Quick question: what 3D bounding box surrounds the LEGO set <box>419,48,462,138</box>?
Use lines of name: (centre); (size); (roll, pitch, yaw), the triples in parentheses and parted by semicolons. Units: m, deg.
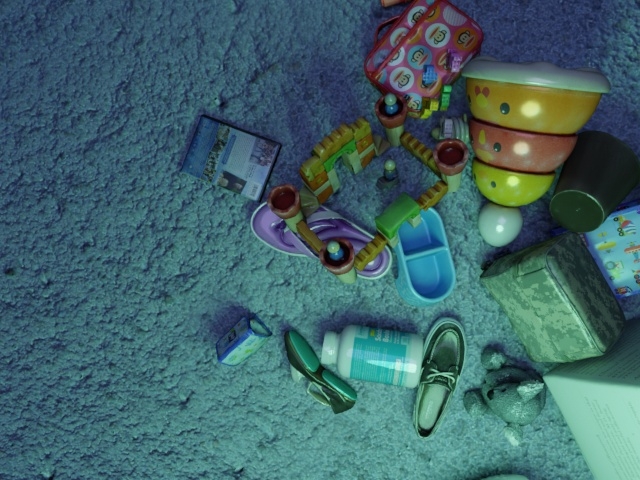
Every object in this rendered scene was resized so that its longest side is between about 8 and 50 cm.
LEGO set: (0.298, -0.364, 1.496); (0.087, 0.093, 0.227); (0, 107, -5)

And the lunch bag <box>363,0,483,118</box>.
lunch bag: (0.262, -0.508, 1.602); (0.258, 0.120, 0.293); (41, 96, 9)

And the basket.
basket: (0.676, -0.135, 1.482); (0.204, 0.154, 0.227); (44, 57, -2)

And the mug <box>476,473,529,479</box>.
mug: (0.451, 0.797, 1.544); (0.328, 0.276, 0.374); (-30, 118, -1)

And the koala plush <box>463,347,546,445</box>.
koala plush: (0.501, 0.410, 1.531); (0.203, 0.221, 0.196); (22, 93, 6)

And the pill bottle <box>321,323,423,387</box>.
pill bottle: (0.139, 0.308, 1.609); (0.264, 0.146, 0.146); (8, 92, 6)

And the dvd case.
dvd case: (-0.257, -0.237, 1.709); (0.253, 0.022, 0.180); (22, 92, 6)

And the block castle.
block castle: (0.117, -0.143, 1.496); (0.453, 0.213, 0.303); (-41, 64, -6)

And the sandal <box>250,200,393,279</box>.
sandal: (0.004, -0.015, 1.640); (0.416, 0.102, 0.169); (18, 93, 5)

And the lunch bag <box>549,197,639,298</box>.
lunch bag: (0.760, 0.036, 1.553); (0.293, 0.138, 0.221); (-19, 91, 16)

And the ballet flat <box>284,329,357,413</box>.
ballet flat: (-0.022, 0.378, 1.660); (0.280, 0.095, 0.096); (46, 107, 4)

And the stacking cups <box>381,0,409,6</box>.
stacking cups: (0.316, -0.703, 1.611); (0.316, 0.096, 0.096); (-12, 90, 12)

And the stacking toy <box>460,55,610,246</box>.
stacking toy: (0.502, -0.208, 1.514); (0.350, 0.350, 0.480); (8, 107, 6)

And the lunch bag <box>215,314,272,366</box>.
lunch bag: (-0.217, 0.280, 1.648); (0.129, 0.151, 0.096); (-44, 86, 6)

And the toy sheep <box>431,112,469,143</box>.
toy sheep: (0.364, -0.295, 1.606); (0.132, 0.091, 0.091); (-5, 90, 1)

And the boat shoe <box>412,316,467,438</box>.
boat shoe: (0.325, 0.377, 1.602); (0.121, 0.119, 0.335); (11, 92, 6)

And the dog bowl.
dog bowl: (0.273, 0.034, 1.603); (0.165, 0.074, 0.297); (-14, 90, -11)

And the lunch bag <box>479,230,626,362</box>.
lunch bag: (0.574, 0.153, 1.517); (0.256, 0.212, 0.305); (-32, 89, 48)

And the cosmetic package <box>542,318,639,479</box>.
cosmetic package: (0.813, 0.389, 1.369); (0.329, 0.393, 0.327); (-27, 88, -14)
